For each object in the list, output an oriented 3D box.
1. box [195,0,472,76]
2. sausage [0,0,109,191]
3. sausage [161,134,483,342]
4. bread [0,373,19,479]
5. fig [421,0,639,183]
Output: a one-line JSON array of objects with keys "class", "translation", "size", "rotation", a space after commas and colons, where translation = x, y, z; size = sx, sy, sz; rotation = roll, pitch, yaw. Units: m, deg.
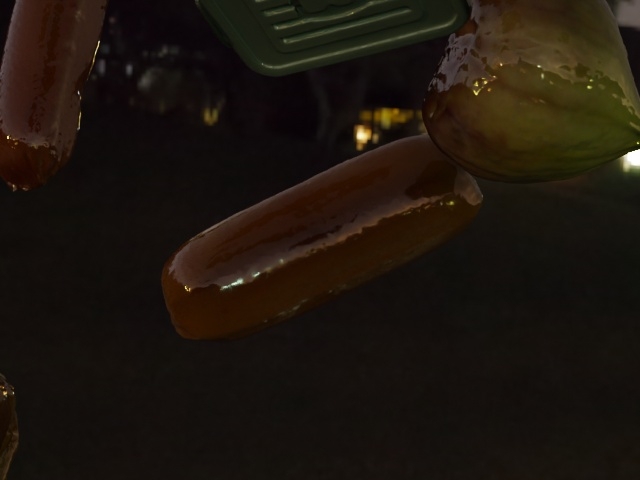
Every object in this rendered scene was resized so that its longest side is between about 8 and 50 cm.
[{"class": "box", "translation": [0.007, -0.133, 0.552], "size": [0.122, 0.069, 0.084], "rotation": [-10, -38, 25]}, {"class": "sausage", "translation": [-0.307, -0.220, 1.383], "size": [0.097, 0.348, 0.094], "rotation": [-5, -27, 27]}, {"class": "sausage", "translation": [0.000, 0.000, 0.992], "size": [0.274, 0.105, 0.105], "rotation": [-25, 9, -4]}, {"class": "bread", "translation": [-0.371, 0.235, 0.951], "size": [0.195, 0.344, 0.149], "rotation": [23, -12, 5]}, {"class": "fig", "translation": [0.176, -0.096, 0.845], "size": [0.230, 0.160, 0.143], "rotation": [38, 17, 34]}]
